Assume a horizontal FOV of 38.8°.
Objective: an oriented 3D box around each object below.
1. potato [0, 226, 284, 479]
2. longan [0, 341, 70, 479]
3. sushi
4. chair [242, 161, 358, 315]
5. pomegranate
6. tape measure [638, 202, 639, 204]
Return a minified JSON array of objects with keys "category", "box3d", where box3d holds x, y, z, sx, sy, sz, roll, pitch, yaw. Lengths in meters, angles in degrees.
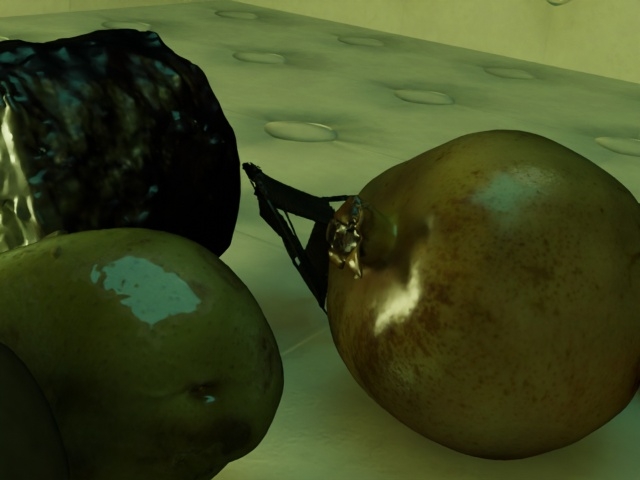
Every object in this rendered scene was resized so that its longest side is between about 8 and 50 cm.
[{"category":"potato","box3d":[-0.199,0.100,0.684,0.351,0.218,0.202,5,60,13]},{"category":"longan","box3d":[-0.248,0.156,0.480,0.248,0.248,0.248,5,22,-2]},{"category":"sushi","box3d":[-0.269,-0.072,0.955,0.294,0.281,0.299,-24,80,-47]},{"category":"chair","box3d":[0.000,0.000,0.994,0.213,0.149,0.174,14,19,-24]},{"category":"pomegranate","box3d":[0.143,0.042,0.813,0.319,0.319,0.319,5,22,-2]},{"category":"tape measure","box3d":[0.386,0.062,1.019,0.256,0.147,0.275,23,31,40]}]
